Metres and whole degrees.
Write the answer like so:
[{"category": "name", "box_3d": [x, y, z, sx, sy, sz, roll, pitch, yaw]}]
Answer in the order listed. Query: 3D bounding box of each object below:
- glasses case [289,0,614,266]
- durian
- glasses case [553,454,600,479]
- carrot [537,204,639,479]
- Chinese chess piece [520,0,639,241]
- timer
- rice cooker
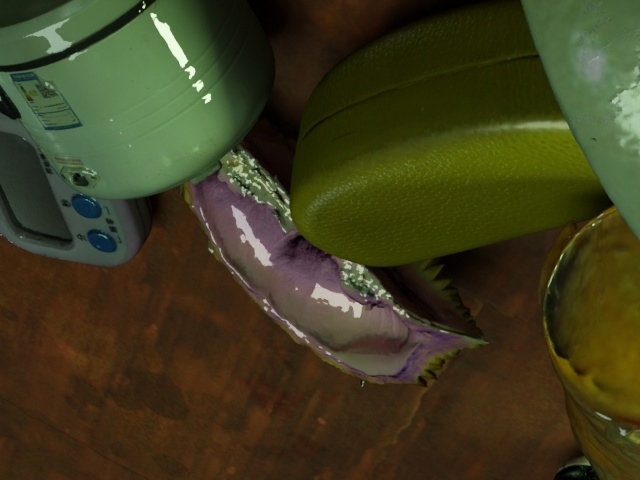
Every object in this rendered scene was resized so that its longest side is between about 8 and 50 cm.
[{"category": "glasses case", "box_3d": [0.122, -0.093, 1.465, 0.371, 0.141, 0.173, -16, 147, 42]}, {"category": "durian", "box_3d": [-0.001, 0.000, 1.697, 0.341, 0.112, 0.191, 39, 153, 1]}, {"category": "glasses case", "box_3d": [0.371, 0.283, 1.794, 0.314, 0.075, 0.122, 14, 142, 20]}, {"category": "carrot", "box_3d": [0.297, 0.108, 1.469, 0.224, 0.224, 0.340, 14, 164, 21]}, {"category": "Chinese chess piece", "box_3d": [0.252, -0.136, 1.161, 0.146, 0.349, 0.349, -23, 120, 27]}, {"category": "timer", "box_3d": [-0.261, -0.067, 1.818, 0.191, 0.069, 0.208, 10, 140, 25]}, {"category": "rice cooker", "box_3d": [-0.171, -0.169, 1.518, 0.226, 0.226, 0.244, -2, 136, 35]}]
